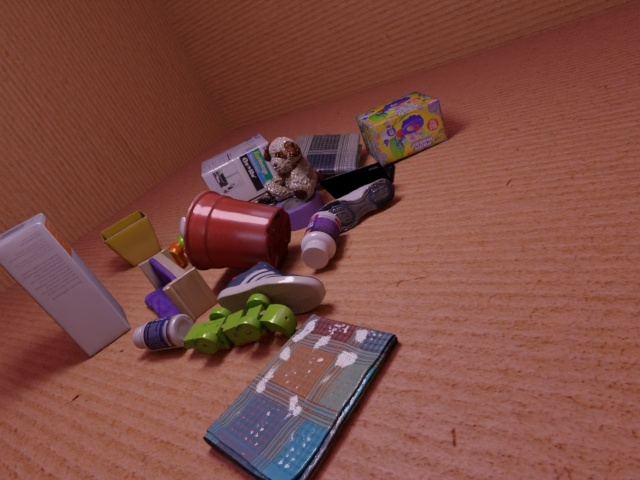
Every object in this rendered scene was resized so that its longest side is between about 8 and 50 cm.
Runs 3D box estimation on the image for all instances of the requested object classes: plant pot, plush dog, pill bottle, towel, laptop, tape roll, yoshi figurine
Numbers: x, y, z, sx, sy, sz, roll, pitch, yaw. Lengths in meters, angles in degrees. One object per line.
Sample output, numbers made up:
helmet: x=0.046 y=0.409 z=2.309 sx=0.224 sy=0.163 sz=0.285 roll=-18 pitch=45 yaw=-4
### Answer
plant pot: x=-0.252 y=-0.018 z=1.352 sx=0.266 sy=0.272 sz=0.272 roll=7 pitch=37 yaw=17
plush dog: x=-0.111 y=-0.290 z=1.583 sx=0.211 sy=0.225 sz=0.263 roll=-42 pitch=29 yaw=-29
plant pot: x=-0.888 y=-0.002 z=1.980 sx=0.212 sy=0.187 sz=0.212 roll=-37 pitch=29 yaw=-19
pill bottle: x=0.000 y=0.000 z=1.278 sx=0.108 sy=0.108 sz=0.193 roll=-16 pitch=28 yaw=20
towel: x=-0.038 y=0.302 z=0.849 sx=0.272 sy=0.040 sz=0.370 roll=4 pitch=39 yaw=44
laptop: x=0.145 y=-0.257 z=1.580 sx=0.235 sy=0.136 sz=0.264 roll=-14 pitch=29 yaw=22
pill bottle: x=-0.461 y=0.273 z=1.212 sx=0.170 sy=0.094 sz=0.094 roll=-14 pitch=29 yaw=23
towel: x=0.021 y=-0.377 z=1.826 sx=0.313 sy=0.056 sz=0.324 roll=0 pitch=42 yaw=10
tape roll: x=-0.080 y=-0.121 z=1.599 sx=0.189 sy=0.080 sz=0.189 roll=-21 pitch=26 yaw=11
yoshi figurine: x=-0.491 y=-0.039 z=1.772 sx=0.203 sy=0.204 sz=0.361 roll=-50 pitch=18 yaw=47

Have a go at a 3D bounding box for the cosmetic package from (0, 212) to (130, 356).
cosmetic package: x=-0.856 y=0.146 z=1.388 sx=0.162 sy=0.452 sz=0.230 roll=-37 pitch=29 yaw=-21

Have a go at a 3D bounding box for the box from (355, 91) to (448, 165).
box: x=0.336 y=-0.480 z=1.758 sx=0.290 sy=0.176 sz=0.279 roll=-22 pitch=27 yaw=2

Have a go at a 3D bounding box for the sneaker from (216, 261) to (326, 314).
sneaker: x=-0.130 y=0.118 z=1.155 sx=0.351 sy=0.131 sz=0.148 roll=-9 pitch=35 yaw=31

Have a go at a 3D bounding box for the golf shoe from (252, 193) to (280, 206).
golf shoe: x=-0.164 y=-0.189 z=1.776 sx=0.273 sy=0.105 sz=0.120 roll=-14 pitch=22 yaw=22

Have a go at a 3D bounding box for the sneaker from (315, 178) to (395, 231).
sneaker: x=0.110 y=-0.114 z=1.424 sx=0.298 sy=0.110 sz=0.129 roll=-25 pitch=11 yaw=-6

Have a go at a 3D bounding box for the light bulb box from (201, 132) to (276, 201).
light bulb box: x=-0.407 y=-0.362 z=2.157 sx=0.362 sy=0.225 sz=0.358 roll=-28 pitch=26 yaw=-4

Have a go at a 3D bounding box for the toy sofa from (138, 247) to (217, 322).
toy sofa: x=-0.515 y=0.159 z=1.404 sx=0.177 sy=0.150 sz=0.363 roll=-38 pitch=29 yaw=-23

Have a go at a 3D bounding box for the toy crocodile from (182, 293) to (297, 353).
toy crocodile: x=-0.218 y=0.232 z=1.083 sx=0.341 sy=0.105 sz=0.115 roll=-20 pitch=27 yaw=23

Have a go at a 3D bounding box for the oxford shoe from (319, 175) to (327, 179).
oxford shoe: x=-0.048 y=-0.383 z=1.991 sx=0.133 sy=0.129 sz=0.363 roll=-23 pitch=27 yaw=15
